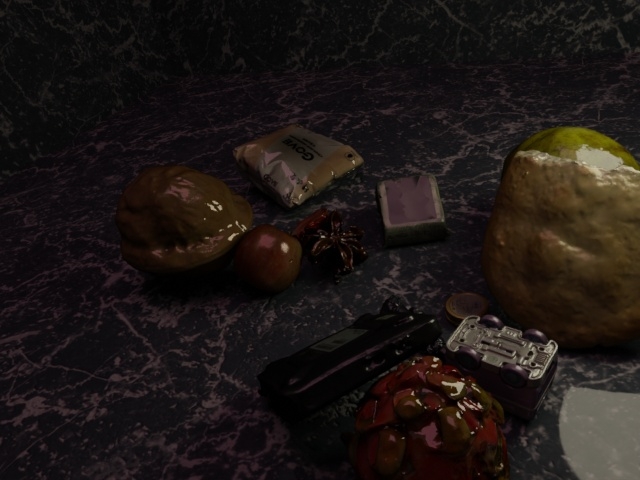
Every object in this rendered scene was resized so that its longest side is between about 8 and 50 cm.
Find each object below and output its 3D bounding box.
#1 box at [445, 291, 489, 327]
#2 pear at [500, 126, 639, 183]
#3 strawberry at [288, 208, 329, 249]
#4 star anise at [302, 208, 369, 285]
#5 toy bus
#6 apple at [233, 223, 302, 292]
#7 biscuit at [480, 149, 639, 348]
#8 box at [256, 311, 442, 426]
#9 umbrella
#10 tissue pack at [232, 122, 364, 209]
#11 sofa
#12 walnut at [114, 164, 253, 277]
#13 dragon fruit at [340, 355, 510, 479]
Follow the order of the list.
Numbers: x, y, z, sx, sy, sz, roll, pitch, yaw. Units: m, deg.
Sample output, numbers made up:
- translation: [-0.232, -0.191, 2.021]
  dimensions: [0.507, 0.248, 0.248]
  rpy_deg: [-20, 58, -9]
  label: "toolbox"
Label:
- translation: [0.359, 0.171, 1.376]
  dimensions: [0.106, 0.037, 0.105]
  rpy_deg: [-8, 32, 5]
  label: "box"
- translation: [0.649, -0.122, 1.465]
  dimensions: [0.352, 0.351, 0.413]
  rpy_deg: [-21, 29, -13]
  label: "pear"
- translation: [-0.030, -0.037, 1.737]
  dimensions: [0.187, 0.082, 0.146]
  rpy_deg: [-37, 19, 35]
  label: "strawberry"
- translation: [0.033, 0.017, 1.621]
  dimensions: [0.190, 0.126, 0.220]
  rpy_deg: [48, 48, 5]
  label: "star anise"
- translation: [0.364, 0.255, 1.149]
  dimensions: [0.203, 0.142, 0.142]
  rpy_deg: [17, 42, 35]
  label: "toy bus"
- translation: [-0.144, 0.049, 1.573]
  dimensions: [0.188, 0.188, 0.173]
  rpy_deg: [29, 91, 45]
  label: "apple"
- translation: [0.569, 0.013, 1.238]
  dimensions: [0.430, 0.445, 0.104]
  rpy_deg: [26, 6, 23]
  label: "biscuit"
- translation: [0.045, 0.244, 1.160]
  dimensions: [0.351, 0.090, 0.359]
  rpy_deg: [-26, 0, -16]
  label: "box"
- translation: [0.234, 0.213, 1.332]
  dimensions: [0.072, 0.080, 0.224]
  rpy_deg: [8, 20, -40]
  label: "umbrella"
- translation: [-0.087, -0.275, 2.076]
  dimensions: [0.376, 0.195, 0.390]
  rpy_deg: [32, 51, 31]
  label: "tissue pack"
- translation: [0.277, -0.074, 1.742]
  dimensions: [0.210, 0.176, 0.225]
  rpy_deg: [-10, 61, 3]
  label: "sofa"
- translation: [-0.410, -0.053, 1.656]
  dimensions: [0.384, 0.383, 0.383]
  rpy_deg: [-8, 33, 5]
  label: "walnut"
- translation: [0.175, 0.343, 0.964]
  dimensions: [0.315, 0.262, 0.296]
  rpy_deg: [-7, 33, 7]
  label: "dragon fruit"
